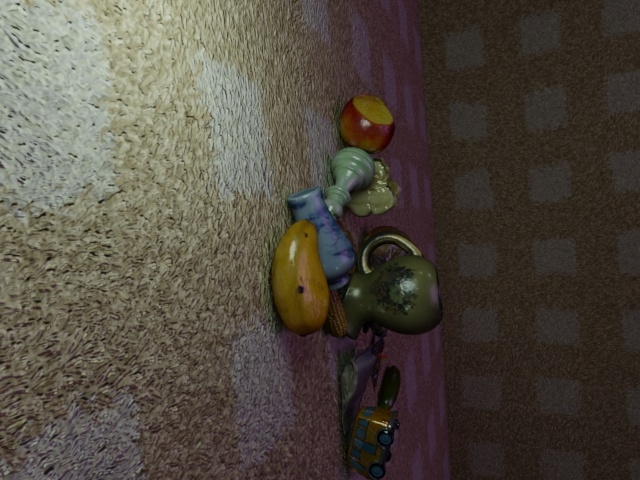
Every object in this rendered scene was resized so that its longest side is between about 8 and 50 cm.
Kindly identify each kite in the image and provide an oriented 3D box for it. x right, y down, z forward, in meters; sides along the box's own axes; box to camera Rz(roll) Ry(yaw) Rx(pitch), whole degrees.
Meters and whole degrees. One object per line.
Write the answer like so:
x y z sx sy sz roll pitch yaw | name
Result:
0.210 0.445 1.783 0.183 0.014 0.241 19 77 -55 | kite

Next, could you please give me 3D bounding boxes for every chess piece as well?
0.059 -0.139 1.392 0.271 0.139 0.139 -64 145 -35 | chess piece

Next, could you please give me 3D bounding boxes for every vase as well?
0.211 0.131 1.477 0.241 0.302 0.329 36 48 -68 | vase

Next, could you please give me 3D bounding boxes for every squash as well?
0.281 0.573 1.897 0.252 0.066 0.066 -58 140 -58 | squash

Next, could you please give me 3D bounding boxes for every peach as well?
0.156 -0.385 1.567 0.190 0.190 0.192 -12 117 -69 | peach

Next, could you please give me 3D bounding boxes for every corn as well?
0.030 0.184 1.313 0.068 0.068 0.207 -62 144 -53 | corn

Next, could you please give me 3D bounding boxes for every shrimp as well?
0.239 0.143 1.691 0.272 0.085 0.445 30 55 -11 | shrimp

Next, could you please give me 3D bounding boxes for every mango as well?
-0.049 0.085 1.079 0.157 0.109 0.262 4 78 -59 | mango

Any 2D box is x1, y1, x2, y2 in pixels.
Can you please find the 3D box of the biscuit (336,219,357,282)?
0.062 0.044 1.459 0.289 0.044 0.202 31 58 -63 | biscuit

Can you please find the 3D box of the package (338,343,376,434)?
0.110 0.454 1.504 0.204 0.062 0.250 13 87 -68 | package

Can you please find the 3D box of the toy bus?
0.152 0.605 1.439 0.126 0.136 0.209 -9 112 -72 | toy bus

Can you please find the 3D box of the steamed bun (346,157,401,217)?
0.163 -0.165 1.560 0.177 0.192 0.106 65 24 1 | steamed bun

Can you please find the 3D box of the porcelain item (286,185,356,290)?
0.000 0.000 1.187 0.259 0.141 0.141 68 26 -17 | porcelain item

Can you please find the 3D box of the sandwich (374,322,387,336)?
0.236 0.340 1.859 0.093 0.036 0.104 -65 145 -52 | sandwich
